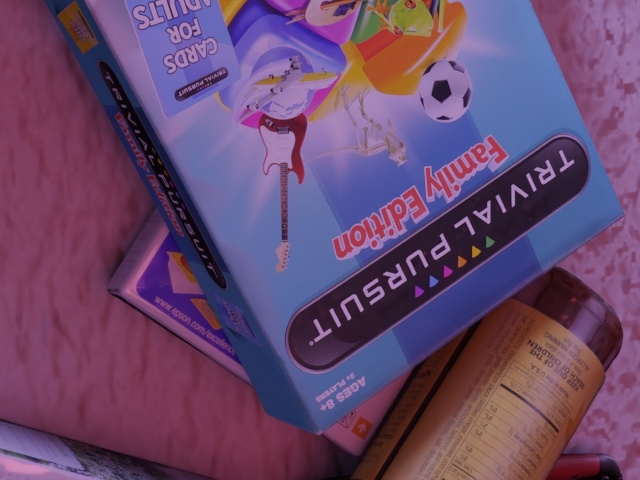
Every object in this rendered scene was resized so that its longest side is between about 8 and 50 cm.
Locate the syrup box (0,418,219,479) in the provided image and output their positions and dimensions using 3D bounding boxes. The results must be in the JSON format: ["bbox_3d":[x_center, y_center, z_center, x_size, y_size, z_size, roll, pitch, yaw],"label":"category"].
[{"bbox_3d":[-0.141,0.182,1.037,0.236,0.093,0.096,20,92,-25],"label":"syrup box"}]

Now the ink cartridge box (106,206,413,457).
[{"bbox_3d":[0.000,0.000,1.080,0.206,0.045,0.208,37,80,-25],"label":"ink cartridge box"}]

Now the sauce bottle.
[{"bbox_3d":[0.069,0.172,1.079,0.111,0.111,0.344,43,73,-24],"label":"sauce bottle"}]

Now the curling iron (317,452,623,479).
[{"bbox_3d":[0.093,0.179,1.164,0.274,0.035,0.068,3,100,-23],"label":"curling iron"}]

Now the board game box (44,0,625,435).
[{"bbox_3d":[0.009,-0.095,1.006,0.253,0.079,0.336,-34,108,-20],"label":"board game box"}]
